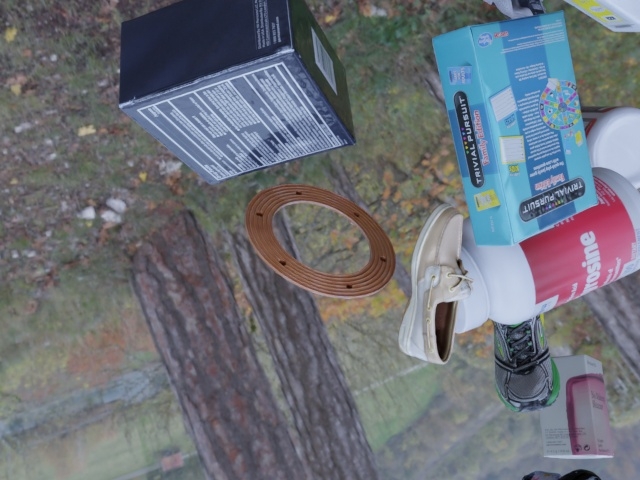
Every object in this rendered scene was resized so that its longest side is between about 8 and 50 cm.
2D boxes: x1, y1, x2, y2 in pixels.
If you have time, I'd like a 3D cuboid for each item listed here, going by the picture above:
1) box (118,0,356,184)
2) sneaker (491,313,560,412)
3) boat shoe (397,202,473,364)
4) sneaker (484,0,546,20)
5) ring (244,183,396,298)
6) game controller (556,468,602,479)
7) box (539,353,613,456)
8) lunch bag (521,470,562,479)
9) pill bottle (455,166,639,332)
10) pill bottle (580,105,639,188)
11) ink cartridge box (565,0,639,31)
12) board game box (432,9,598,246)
[{"bbox_3d":[-0.132,-0.262,1.172,0.294,0.182,0.296,-14,155,16],"label":"box"},{"bbox_3d":[0.417,0.210,1.489,0.134,0.343,0.146,-15,133,17],"label":"sneaker"},{"bbox_3d":[0.127,0.048,0.714,0.063,0.059,0.169,-13,118,-45],"label":"boat shoe"},{"bbox_3d":[0.428,-0.491,1.390,0.153,0.268,0.101,-42,-174,4],"label":"sneaker"},{"bbox_3d":[0.000,0.000,1.458,0.337,0.336,0.032,-4,137,-33],"label":"ring"},{"bbox_3d":[0.333,0.498,1.102,0.319,0.166,0.067,-28,-167,-15],"label":"game controller"},{"bbox_3d":[0.605,0.399,1.666,0.127,0.232,0.149,-13,158,34],"label":"box"},{"bbox_3d":[0.394,0.439,1.201,0.053,0.071,0.083,-43,-171,-24],"label":"lunch bag"},{"bbox_3d":[0.412,0.024,1.360,0.408,0.229,0.229,-21,147,-13],"label":"pill bottle"},{"bbox_3d":[0.685,-0.245,1.819,0.211,0.363,0.210,-3,102,-13],"label":"pill bottle"},{"bbox_3d":[0.414,-0.448,0.925,0.307,0.072,0.303,12,93,-39],"label":"ink cartridge box"},{"bbox_3d":[0.325,-0.186,1.137,0.254,0.335,0.079,-20,-169,-36],"label":"board game box"}]
